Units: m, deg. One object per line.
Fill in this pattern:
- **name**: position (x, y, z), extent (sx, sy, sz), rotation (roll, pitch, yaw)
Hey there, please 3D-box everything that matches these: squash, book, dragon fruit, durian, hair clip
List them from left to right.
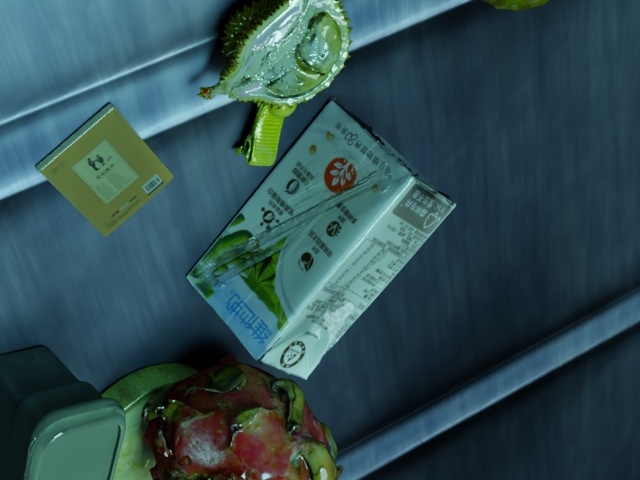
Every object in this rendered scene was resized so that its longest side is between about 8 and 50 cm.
- **book**: position (-0.260, -0.083, 1.909), extent (0.118, 0.012, 0.172), rotation (-41, 145, -4)
- **squash**: position (-0.251, 0.288, 2.258), extent (0.252, 0.049, 0.252), rotation (-28, 141, -26)
- **dragon fruit**: position (-0.093, 0.310, 2.158), extent (0.250, 0.291, 0.269), rotation (-25, 140, -23)
- **durian**: position (-0.058, -0.225, 1.890), extent (0.208, 0.102, 0.146), rotation (-33, 125, 4)
- **hair clip**: position (-0.058, -0.176, 1.986), extent (0.072, 0.046, 0.173), rotation (-3, 126, -48)

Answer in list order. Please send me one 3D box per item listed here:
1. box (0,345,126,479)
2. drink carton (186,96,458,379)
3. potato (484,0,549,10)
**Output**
- **box**: position (-0.365, 0.272, 2.021), extent (0.138, 0.178, 0.274), rotation (-12, 133, -37)
- **drink carton**: position (0.001, 0.000, 2.092), extent (0.324, 0.194, 0.132), rotation (-50, 142, 8)
- **potato**: position (0.275, -0.415, 1.949), extent (0.300, 0.196, 0.246), rotation (-39, 146, -11)
